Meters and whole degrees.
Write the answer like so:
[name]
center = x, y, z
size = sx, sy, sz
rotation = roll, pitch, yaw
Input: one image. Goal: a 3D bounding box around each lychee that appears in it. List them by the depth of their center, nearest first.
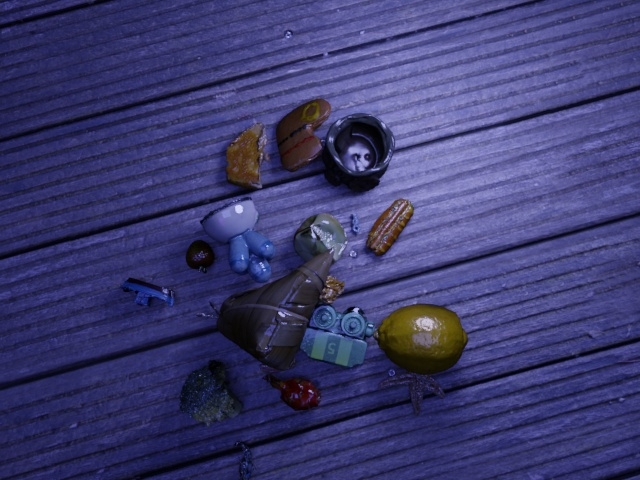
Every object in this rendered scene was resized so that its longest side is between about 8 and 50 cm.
[lychee]
center = -0.489, 0.066, 1.857
size = 0.114, 0.114, 0.146
rotation = -11, 67, -1

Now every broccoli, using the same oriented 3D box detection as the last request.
[broccoli]
center = -0.401, 0.598, 1.776
size = 0.263, 0.247, 0.243
rotation = -24, 122, 35

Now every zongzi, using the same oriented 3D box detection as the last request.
[zongzi]
center = -0.187, 0.203, 1.755
size = 0.218, 0.500, 0.467
rotation = 43, 72, -35

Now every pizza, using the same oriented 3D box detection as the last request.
[pizza]
center = -0.302, -0.360, 1.918
size = 0.189, 0.071, 0.297
rotation = 3, 81, 13

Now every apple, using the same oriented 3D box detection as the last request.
[apple]
center = 0.000, 0.000, 1.832
size = 0.207, 0.174, 0.188
rotation = -43, 105, -6

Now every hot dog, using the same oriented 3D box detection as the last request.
[hot dog]
center = 0.285, -0.062, 1.886
size = 0.115, 0.072, 0.269
rotation = 32, 86, 11

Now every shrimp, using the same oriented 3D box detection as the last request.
[shrimp]
center = -0.295, 0.877, 1.792
size = 0.076, 0.082, 0.174
rotation = -13, 77, 4

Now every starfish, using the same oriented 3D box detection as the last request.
[starfish]
center = 0.386, 0.580, 1.832
size = 0.295, 0.048, 0.231
rotation = -22, 85, -1

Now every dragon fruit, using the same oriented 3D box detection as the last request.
[dragon fruit]
center = -0.115, 0.582, 1.783
size = 0.246, 0.125, 0.125
rotation = 29, 117, -15

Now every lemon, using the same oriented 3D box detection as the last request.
[lemon]
center = 0.388, 0.376, 1.745
size = 0.316, 0.285, 0.285
rotation = -30, 85, -2

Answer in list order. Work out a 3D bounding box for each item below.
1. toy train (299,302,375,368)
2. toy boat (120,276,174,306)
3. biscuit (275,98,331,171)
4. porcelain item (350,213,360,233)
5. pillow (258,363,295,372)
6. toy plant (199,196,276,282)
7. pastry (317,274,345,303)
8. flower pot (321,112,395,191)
[toy train]
center = 0.057, 0.367, 1.801
size = 0.299, 0.167, 0.238
rotation = 13, 90, 3
[toy boat]
center = -0.698, 0.221, 1.846
size = 0.223, 0.100, 0.097
rotation = 17, 75, 4
[biscuit]
center = -0.065, -0.436, 1.859
size = 0.262, 0.052, 0.277
rotation = -21, 63, 24
[porcelain item]
center = 0.145, -0.070, 1.906
size = 0.036, 0.028, 0.083
rotation = -11, 86, -3
[pillow]
center = -0.159, 0.480, 1.753
size = 0.126, 0.232, 0.043
rotation = -11, 73, -2
[toy plant]
center = -0.298, 0.020, 1.808
size = 0.247, 0.247, 0.332
rotation = -29, 87, -2
[pastry]
center = -0.031, 0.182, 1.784
size = 0.154, 0.250, 0.102
rotation = -20, 107, -41
[flower pot]
center = 0.146, -0.348, 1.842
size = 0.301, 0.213, 0.302
rotation = 0, 84, 0
